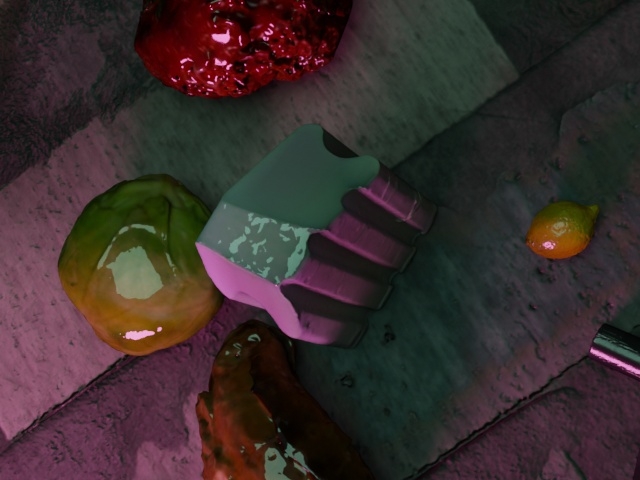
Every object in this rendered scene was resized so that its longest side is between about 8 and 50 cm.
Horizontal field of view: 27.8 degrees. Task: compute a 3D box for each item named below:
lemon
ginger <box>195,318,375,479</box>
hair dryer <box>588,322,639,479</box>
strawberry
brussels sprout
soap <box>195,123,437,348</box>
[{"bbox_3d":[0.277,-0.014,1.469,0.092,0.065,0.065,-28,74,6],"label":"lemon"},{"bbox_3d":[-0.046,0.240,1.481,0.321,0.172,0.165,60,139,16],"label":"ginger"},{"bbox_3d":[0.350,0.211,1.423,0.173,0.050,0.195,26,93,23],"label":"hair dryer"},{"bbox_3d":[-0.082,-0.278,1.555,0.220,0.274,0.274,36,94,-18],"label":"strawberry"},{"bbox_3d":[-0.210,0.030,1.565,0.223,0.161,0.223,-5,78,24],"label":"brussels sprout"},{"bbox_3d":[0.000,0.000,1.405,0.115,0.347,0.208,31,92,18],"label":"soap"}]
